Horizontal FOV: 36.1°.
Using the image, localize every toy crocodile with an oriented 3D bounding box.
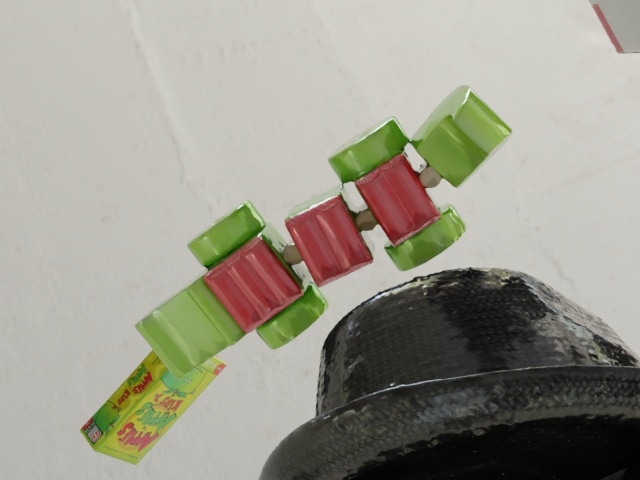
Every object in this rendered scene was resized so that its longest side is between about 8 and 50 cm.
[{"bbox_3d":[0.000,0.000,0.775,0.341,0.105,0.115,-31,-84,10],"label":"toy crocodile"}]

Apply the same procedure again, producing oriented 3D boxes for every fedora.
[{"bbox_3d":[0.118,0.115,0.684,0.334,0.334,0.152,0,-127,-11],"label":"fedora"}]

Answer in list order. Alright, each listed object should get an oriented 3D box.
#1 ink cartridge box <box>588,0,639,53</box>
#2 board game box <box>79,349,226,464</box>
[{"bbox_3d":[0.324,-0.353,0.894,0.131,0.226,0.306,2,-104,31],"label":"ink cartridge box"},{"bbox_3d":[-0.216,0.204,1.280,0.181,0.092,0.043,-48,-125,0],"label":"board game box"}]
